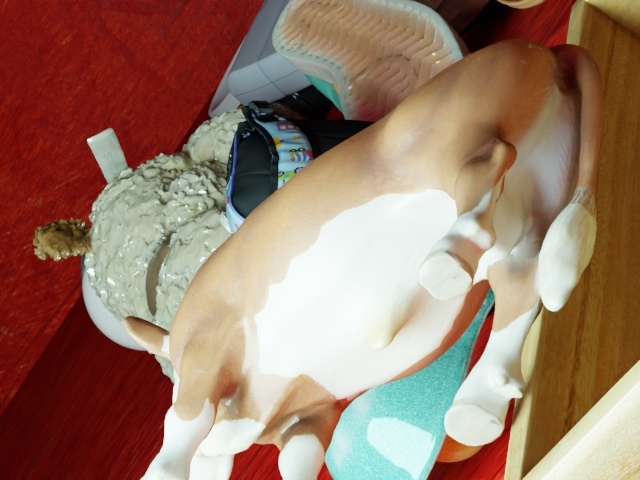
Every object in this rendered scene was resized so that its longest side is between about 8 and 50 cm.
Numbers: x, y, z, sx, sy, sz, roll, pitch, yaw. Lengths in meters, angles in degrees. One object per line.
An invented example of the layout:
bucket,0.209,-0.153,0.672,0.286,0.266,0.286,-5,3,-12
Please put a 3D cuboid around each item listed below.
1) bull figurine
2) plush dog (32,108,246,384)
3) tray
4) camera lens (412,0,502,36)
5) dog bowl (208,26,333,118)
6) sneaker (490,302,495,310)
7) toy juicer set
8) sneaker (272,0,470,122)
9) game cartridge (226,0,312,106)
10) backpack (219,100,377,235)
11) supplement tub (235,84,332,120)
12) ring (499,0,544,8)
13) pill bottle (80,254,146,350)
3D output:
bull figurine,0.004,0.035,0.823,0.310,0.101,0.188,-45,21,32
plush dog,-0.100,0.024,1.583,0.225,0.210,0.262,23,104,51
tray,0.179,-0.059,0.801,0.203,0.076,0.411,-52,13,34
camera lens,0.057,-0.312,1.568,0.219,0.274,0.219,-56,11,16
dog bowl,-0.019,-0.232,2.205,0.265,0.104,0.265,-56,10,16
sneaker,0.087,0.008,1.140,0.040,0.043,0.109,-58,8,16
toy juicer set,0.045,0.077,1.014,0.209,0.089,0.329,-119,50,-82
sneaker,0.071,-0.118,1.467,0.108,0.121,0.302,-50,31,5
game cartridge,0.036,-0.243,1.868,0.294,0.060,0.196,-28,31,34
backpack,0.013,-0.008,1.222,0.173,0.158,0.117,-88,1,-64
supplement tub,-0.062,-0.073,1.942,0.198,0.106,0.106,-61,10,-17
ring,0.159,-0.328,1.308,0.336,0.032,0.337,-170,90,-76
pill bottle,-0.196,0.043,2.131,0.146,0.146,0.264,-58,10,2
